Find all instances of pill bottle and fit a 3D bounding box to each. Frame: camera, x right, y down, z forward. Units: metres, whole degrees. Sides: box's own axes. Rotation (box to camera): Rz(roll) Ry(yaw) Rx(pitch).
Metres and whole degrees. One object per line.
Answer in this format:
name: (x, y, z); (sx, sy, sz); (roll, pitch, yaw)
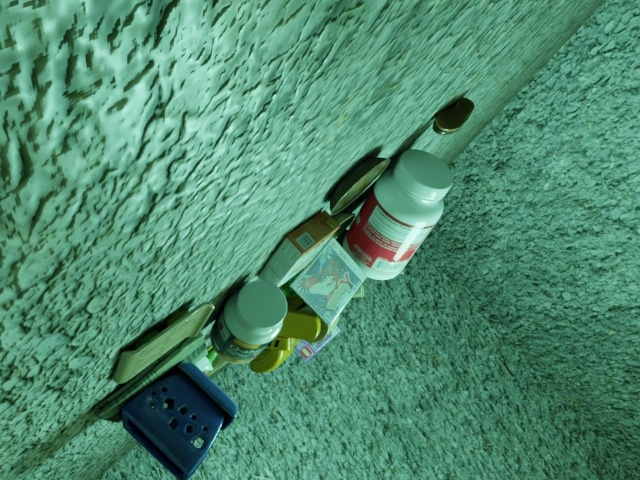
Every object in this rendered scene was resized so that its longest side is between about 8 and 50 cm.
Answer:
pill bottle: (0.243, -0.079, 1.670); (0.229, 0.229, 0.408); (-36, 161, -44)
pill bottle: (-0.196, 0.223, 1.431); (0.162, 0.162, 0.278); (-38, 172, -36)

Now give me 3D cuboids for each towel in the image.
towel: (-0.446, 0.365, 1.425); (0.324, 0.056, 0.312); (-37, 169, -21)

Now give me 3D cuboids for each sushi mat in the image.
sushi mat: (-0.346, 0.432, 2.128); (0.316, 0.019, 0.151); (-32, -165, -27)

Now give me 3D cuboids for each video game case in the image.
video game case: (0.029, 0.122, 1.587); (0.201, 0.183, 0.023); (-51, -155, -20)

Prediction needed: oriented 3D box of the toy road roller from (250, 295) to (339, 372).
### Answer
toy road roller: (-0.115, 0.308, 1.720); (0.202, 0.329, 0.241); (-23, 116, -71)

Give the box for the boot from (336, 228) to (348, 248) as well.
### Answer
boot: (0.063, 0.070, 1.812); (0.207, 0.094, 0.247); (27, 66, -79)

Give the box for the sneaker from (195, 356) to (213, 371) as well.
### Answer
sneaker: (-0.454, 0.467, 1.767); (0.212, 0.094, 0.080); (-37, 173, -35)

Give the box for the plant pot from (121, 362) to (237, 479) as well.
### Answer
plant pot: (-0.364, 0.471, 1.394); (0.212, 0.236, 0.236); (-44, 173, -33)

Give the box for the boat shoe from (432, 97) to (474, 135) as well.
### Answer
boat shoe: (0.386, -0.350, 1.549); (0.207, 0.073, 0.073); (-37, 169, -39)

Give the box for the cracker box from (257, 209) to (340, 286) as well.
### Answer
cracker box: (-0.062, 0.032, 1.411); (0.155, 0.067, 0.232); (-37, 172, -39)

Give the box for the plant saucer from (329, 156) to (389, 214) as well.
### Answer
plant saucer: (0.088, -0.143, 1.306); (0.198, 0.036, 0.198); (-43, 173, -6)

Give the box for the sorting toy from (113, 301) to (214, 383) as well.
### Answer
sorting toy: (-0.338, 0.212, 1.118); (0.208, 0.038, 0.193); (-31, 168, -38)

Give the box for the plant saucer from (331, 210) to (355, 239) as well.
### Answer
plant saucer: (0.000, 0.000, 1.678); (0.278, 0.041, 0.278); (-42, 172, -7)

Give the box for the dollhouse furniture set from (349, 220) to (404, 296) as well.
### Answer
dollhouse furniture set: (0.271, 0.034, 1.993); (0.303, 0.356, 0.174); (-3, 171, 14)

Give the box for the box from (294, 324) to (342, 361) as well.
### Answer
box: (-0.079, 0.335, 2.232); (0.201, 0.293, 0.057); (-42, 167, 3)

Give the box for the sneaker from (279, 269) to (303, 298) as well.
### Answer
sneaker: (-0.099, 0.188, 1.847); (0.295, 0.123, 0.109); (-49, 141, 10)

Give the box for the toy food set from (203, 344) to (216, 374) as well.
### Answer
toy food set: (-0.425, 0.458, 1.974); (0.218, 0.071, 0.128); (-41, 173, -7)
